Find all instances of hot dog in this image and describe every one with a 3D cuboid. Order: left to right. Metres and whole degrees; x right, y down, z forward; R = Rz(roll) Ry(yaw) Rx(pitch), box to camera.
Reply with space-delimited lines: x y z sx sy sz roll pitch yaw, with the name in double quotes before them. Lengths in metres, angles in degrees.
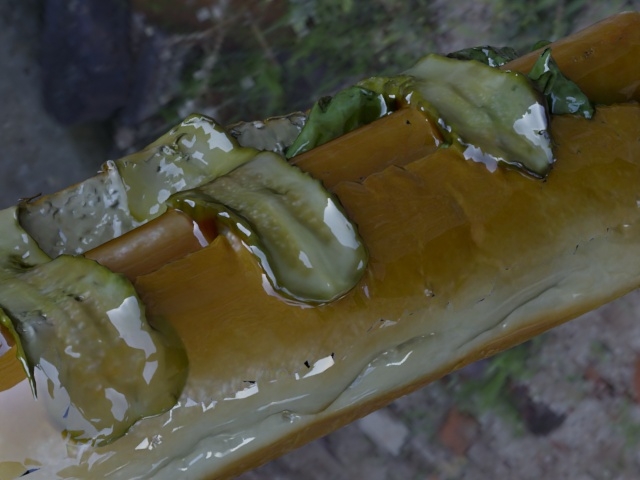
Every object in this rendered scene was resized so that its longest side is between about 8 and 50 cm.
"hot dog" 0.000 0.000 0.461 0.109 0.270 0.072 35 143 52
